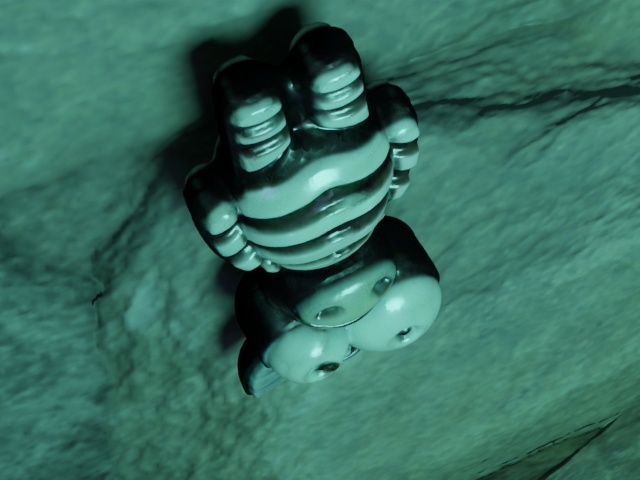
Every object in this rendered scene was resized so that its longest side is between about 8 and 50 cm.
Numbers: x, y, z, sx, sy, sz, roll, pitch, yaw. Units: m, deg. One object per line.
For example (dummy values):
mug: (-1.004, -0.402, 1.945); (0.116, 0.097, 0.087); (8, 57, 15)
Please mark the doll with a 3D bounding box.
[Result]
doll: (0.000, 0.000, 0.638); (0.091, 0.067, 0.219); (-27, 151, -10)
